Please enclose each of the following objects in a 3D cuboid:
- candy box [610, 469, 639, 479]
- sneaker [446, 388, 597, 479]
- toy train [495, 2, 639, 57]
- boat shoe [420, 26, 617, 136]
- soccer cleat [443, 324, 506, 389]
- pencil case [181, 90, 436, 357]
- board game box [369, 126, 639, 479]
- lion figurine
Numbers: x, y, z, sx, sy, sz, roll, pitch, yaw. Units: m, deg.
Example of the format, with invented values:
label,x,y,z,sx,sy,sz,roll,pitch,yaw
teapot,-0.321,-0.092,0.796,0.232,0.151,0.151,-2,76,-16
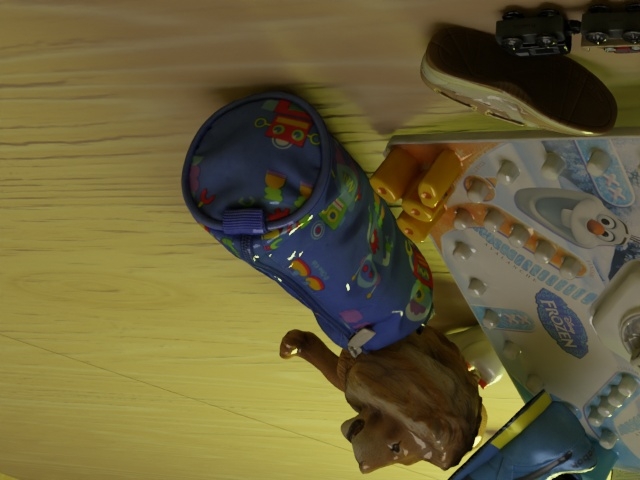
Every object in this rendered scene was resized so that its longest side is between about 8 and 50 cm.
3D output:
label,x,y,z,sx,sy,sz,roll,pitch,yaw
candy box,0.377,0.164,1.170,0.165,0.196,0.070,16,161,-18
sneaker,0.170,0.203,1.038,0.082,0.069,0.209,45,149,10
toy train,0.186,-0.127,0.732,0.158,0.027,0.036,0,161,24
boat shoe,0.131,-0.102,0.801,0.135,0.050,0.045,22,161,-5
soccer cleat,0.171,0.130,1.370,0.068,0.076,0.196,50,165,-8
pencil case,0.000,0.000,0.999,0.119,0.133,0.306,-4,156,21
board game box,0.263,0.081,0.901,0.390,0.050,0.390,3,135,45
lion figurine,0.101,0.160,1.247,0.240,0.142,0.392,32,-178,28
